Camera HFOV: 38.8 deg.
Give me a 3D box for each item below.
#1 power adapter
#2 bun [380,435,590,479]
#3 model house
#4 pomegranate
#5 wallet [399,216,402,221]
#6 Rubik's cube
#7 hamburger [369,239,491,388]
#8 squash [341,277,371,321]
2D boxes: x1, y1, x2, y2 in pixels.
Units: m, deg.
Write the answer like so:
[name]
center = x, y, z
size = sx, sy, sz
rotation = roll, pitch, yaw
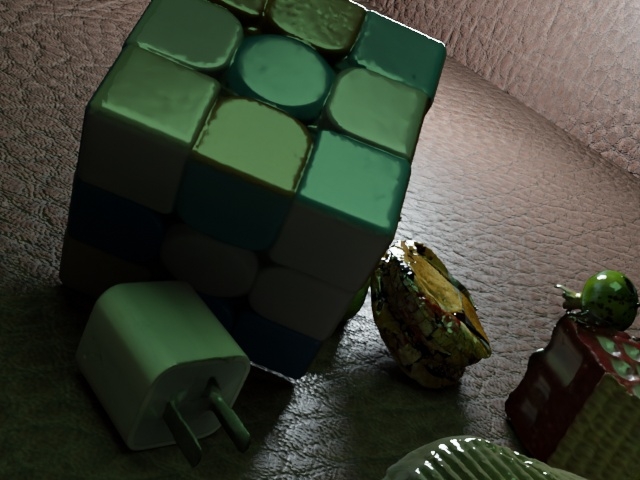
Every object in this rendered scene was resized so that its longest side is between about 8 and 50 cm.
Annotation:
[power adapter]
center = -0.152, 0.153, 0.961
size = 0.130, 0.125, 0.205
rotation = 1, 35, -43
[bun]
center = 0.163, 0.321, 0.844
size = 0.281, 0.205, 0.281
rotation = 8, 31, -5
[model house]
center = 0.384, 0.250, 1.193
size = 0.160, 0.196, 0.254
rotation = 17, 27, -23
[pomegranate]
center = 0.515, 0.115, 1.692
size = 0.161, 0.122, 0.122
rotation = 6, 16, 25
[wallet]
center = 0.000, -0.001, 1.372
size = 0.244, 0.025, 0.124
rotation = -31, 30, -33
[Rubik's cube]
center = -0.086, -0.094, 1.125
size = 0.346, 0.347, 0.344
rotation = 23, 50, -3
[hamburger]
center = 0.152, 0.101, 1.323
size = 0.231, 0.107, 0.231
rotation = 38, 26, -22
[squash]
center = 0.030, 0.064, 1.356
size = 0.095, 0.095, 0.188
rotation = 26, 28, 1
